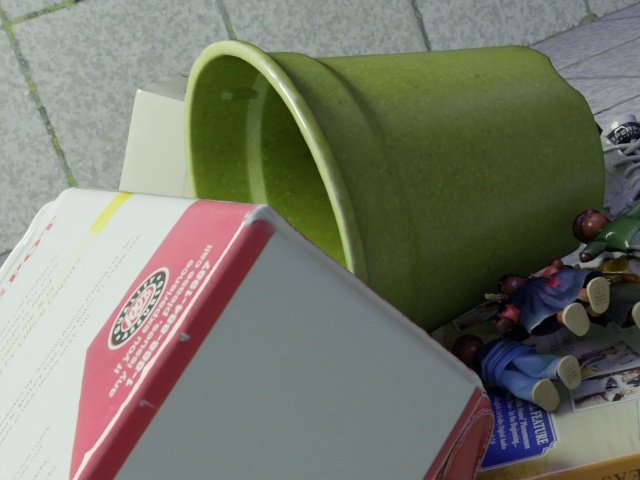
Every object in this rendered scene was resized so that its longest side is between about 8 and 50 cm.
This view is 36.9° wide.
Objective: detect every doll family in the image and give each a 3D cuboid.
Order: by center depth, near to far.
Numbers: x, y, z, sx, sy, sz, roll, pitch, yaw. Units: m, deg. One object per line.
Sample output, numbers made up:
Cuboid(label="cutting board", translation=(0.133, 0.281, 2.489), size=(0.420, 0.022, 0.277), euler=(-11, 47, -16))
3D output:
Cuboid(label="doll family", translation=(0.162, 0.043, 0.648), size=(0.193, 0.076, 0.111), euler=(-28, 20, -20))

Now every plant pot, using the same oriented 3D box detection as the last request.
Cuboid(label="plant pot", translation=(0.064, -0.038, 0.738), size=(0.254, 0.276, 0.276), euler=(-17, 12, -25))

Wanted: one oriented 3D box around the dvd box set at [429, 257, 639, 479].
Cuboid(label="dvd box set", translation=(0.187, 0.101, 0.673), size=(0.420, 0.062, 0.307), euler=(-17, 14, 10))

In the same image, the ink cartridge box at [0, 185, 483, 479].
Cuboid(label="ink cartridge box", translation=(-0.126, 0.123, 0.578), size=(0.279, 0.160, 0.384), euler=(-58, 25, -10))

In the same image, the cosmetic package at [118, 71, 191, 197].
Cuboid(label="cosmetic package", translation=(-0.151, -0.024, 1.073), size=(0.129, 0.296, 0.153), euler=(16, 20, 2))

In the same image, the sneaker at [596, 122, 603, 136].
Cuboid(label="sneaker", translation=(0.288, -0.142, 1.197), size=(0.267, 0.101, 0.106), euler=(23, 5, -37))

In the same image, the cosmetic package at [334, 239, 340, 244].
Cuboid(label="cosmetic package", translation=(0.100, -0.032, 1.025), size=(0.365, 0.155, 0.197), euler=(-27, 30, -31))

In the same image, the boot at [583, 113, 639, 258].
Cuboid(label="boot", translation=(0.281, -0.052, 0.857), size=(0.095, 0.123, 0.258), euler=(-14, -3, -4))

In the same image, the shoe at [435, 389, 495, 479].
Cuboid(label="shoe", translation=(0.062, 0.161, 0.492), size=(0.081, 0.063, 0.178), euler=(21, 69, 38))
